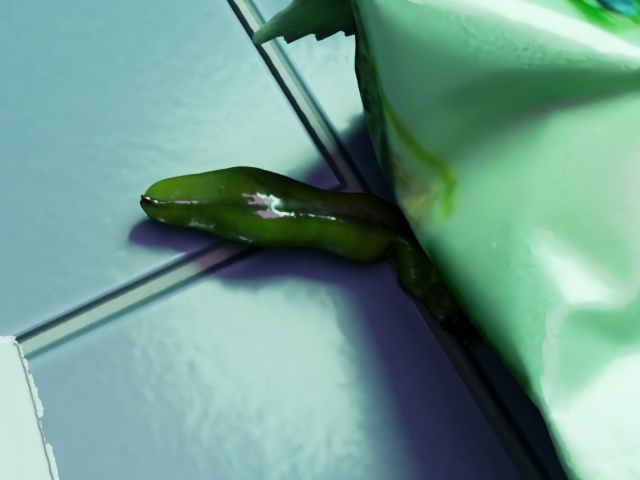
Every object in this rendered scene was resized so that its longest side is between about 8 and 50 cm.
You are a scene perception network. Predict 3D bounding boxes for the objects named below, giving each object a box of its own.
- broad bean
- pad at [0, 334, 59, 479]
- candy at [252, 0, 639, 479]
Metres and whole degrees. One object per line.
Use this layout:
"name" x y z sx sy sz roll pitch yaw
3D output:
"broad bean" 0.004 -0.005 0.722 0.195 0.046 0.061 24 51 -6
"pad" -0.184 0.137 0.587 0.156 0.004 0.232 -10 47 -19
"candy" 0.155 0.019 0.678 0.263 0.172 0.398 -14 77 -46
